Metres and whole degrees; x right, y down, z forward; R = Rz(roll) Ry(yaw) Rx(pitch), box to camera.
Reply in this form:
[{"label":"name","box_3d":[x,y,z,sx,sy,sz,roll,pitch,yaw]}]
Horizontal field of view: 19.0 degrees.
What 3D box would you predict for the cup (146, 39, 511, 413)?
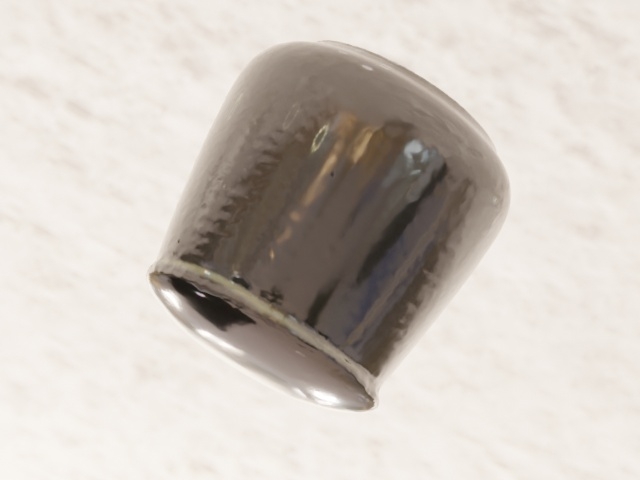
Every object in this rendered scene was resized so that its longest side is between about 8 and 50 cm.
[{"label":"cup","box_3d":[0.000,0.000,1.075,0.169,0.177,0.223,29,167,-2]}]
